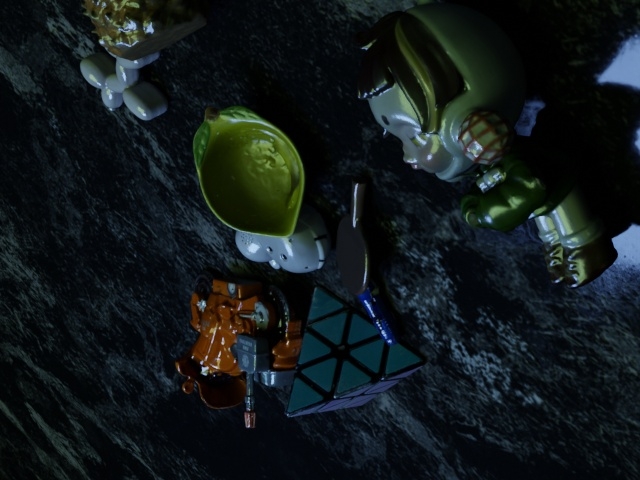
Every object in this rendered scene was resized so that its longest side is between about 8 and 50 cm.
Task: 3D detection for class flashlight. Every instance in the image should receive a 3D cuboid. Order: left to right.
[{"bbox_3d":[0.080,0.091,1.696,0.121,0.035,0.057,59,170,-13],"label":"flashlight"}]

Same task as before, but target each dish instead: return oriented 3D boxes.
[{"bbox_3d":[-0.088,-0.095,1.667,0.149,0.080,0.207,-31,86,14],"label":"dish"}]

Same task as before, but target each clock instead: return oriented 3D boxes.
[{"bbox_3d":[-0.057,-0.001,1.741,0.176,0.080,0.117,29,140,34],"label":"clock"}]

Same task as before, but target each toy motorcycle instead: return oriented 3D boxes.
[{"bbox_3d":[-0.125,0.168,1.919,0.326,0.148,0.221,8,102,57],"label":"toy motorcycle"}]

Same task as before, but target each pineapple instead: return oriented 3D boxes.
[{"bbox_3d":[-0.283,-0.410,1.611,0.340,0.169,0.169,62,146,3],"label":"pineapple"}]

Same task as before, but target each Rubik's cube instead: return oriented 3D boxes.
[{"bbox_3d":[0.084,0.190,1.770,0.178,0.211,0.190,-5,150,30],"label":"Rubik's cube"}]

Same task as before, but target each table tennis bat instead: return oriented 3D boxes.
[{"bbox_3d":[0.000,0.000,1.616,0.107,0.119,0.170,-129,37,-54],"label":"table tennis bat"}]

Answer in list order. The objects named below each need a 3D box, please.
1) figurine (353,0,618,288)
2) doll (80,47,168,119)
[{"bbox_3d":[0.177,-0.110,1.297,0.370,0.167,0.281,50,177,-8],"label":"figurine"},{"bbox_3d":[-0.302,-0.252,1.844,0.160,0.059,0.161,30,139,33],"label":"doll"}]
